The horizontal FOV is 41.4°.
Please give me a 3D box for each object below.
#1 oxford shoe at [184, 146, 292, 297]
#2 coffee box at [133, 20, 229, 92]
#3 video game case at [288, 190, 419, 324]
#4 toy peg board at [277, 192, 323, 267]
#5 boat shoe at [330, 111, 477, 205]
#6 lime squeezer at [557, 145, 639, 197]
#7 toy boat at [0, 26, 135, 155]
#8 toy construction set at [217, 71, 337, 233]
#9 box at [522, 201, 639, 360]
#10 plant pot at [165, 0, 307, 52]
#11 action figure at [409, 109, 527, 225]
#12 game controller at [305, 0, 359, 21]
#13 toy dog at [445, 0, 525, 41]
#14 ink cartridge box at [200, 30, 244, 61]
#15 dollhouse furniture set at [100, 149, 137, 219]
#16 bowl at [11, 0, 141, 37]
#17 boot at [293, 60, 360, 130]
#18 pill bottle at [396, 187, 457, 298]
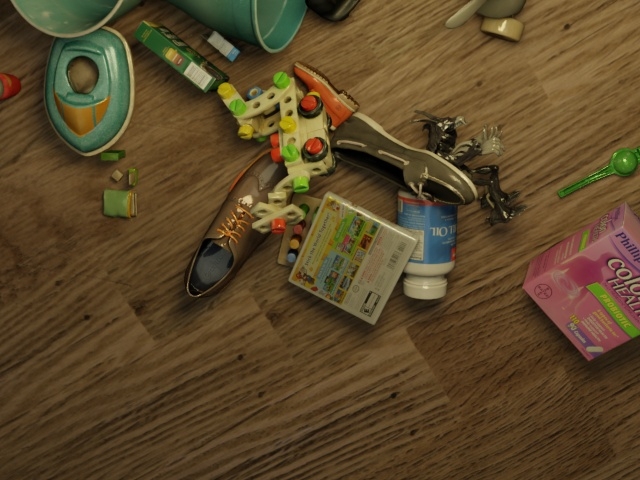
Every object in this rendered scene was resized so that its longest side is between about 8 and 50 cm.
[{"bbox_3d":[-0.163,-0.028,1.754,0.130,0.133,0.363,30,101,-2],"label":"oxford shoe"},{"bbox_3d":[-0.276,-0.366,1.689,0.184,0.113,0.040,38,105,1],"label":"coffee box"},{"bbox_3d":[0.064,0.039,1.723,0.206,0.026,0.226,27,121,5],"label":"video game case"},{"bbox_3d":[0.000,0.000,1.777,0.161,0.079,0.160,15,105,2],"label":"toy peg board"},{"bbox_3d":[0.152,-0.136,1.641,0.095,0.112,0.335,-46,55,-12],"label":"boat shoe"},{"bbox_3d":[0.628,-0.151,1.678,0.310,0.110,0.059,-18,122,40],"label":"lime squeezer"},{"bbox_3d":[-0.536,-0.304,1.712,0.319,0.148,0.267,3,102,5],"label":"toy boat"},{"bbox_3d":[-0.080,-0.181,1.638,0.215,0.151,0.327,-15,73,14],"label":"toy construction set"},{"bbox_3d":[0.571,0.085,1.689,0.213,0.117,0.243,48,123,-7],"label":"box"},{"bbox_3d":[-0.175,-0.512,1.585,0.255,0.272,0.271,17,105,16],"label":"plant pot"},{"bbox_3d":[0.303,-0.169,1.673,0.141,0.164,0.275,-34,108,25],"label":"action figure"},{"bbox_3d":[0.095,-0.551,1.588,0.319,0.166,0.067,-49,67,13],"label":"game controller"},{"bbox_3d":[0.294,-0.474,1.540,0.161,0.333,0.220,16,80,18],"label":"toy dog"},{"bbox_3d":[-0.198,-0.399,1.711,0.083,0.048,0.028,40,104,-6],"label":"ink cartridge box"},{"bbox_3d":[-0.432,-0.115,1.798,0.076,0.058,0.151,3,104,5],"label":"dollhouse furniture set"},{"bbox_3d":[-0.440,-0.544,1.616,0.312,0.163,0.311,5,103,23],"label":"bowl"},{"bbox_3d":[-0.006,-0.294,1.718,0.158,0.059,0.084,41,109,-7],"label":"boot"},{"bbox_3d":[0.217,0.002,1.735,0.124,0.124,0.221,1,105,5],"label":"pill bottle"}]
